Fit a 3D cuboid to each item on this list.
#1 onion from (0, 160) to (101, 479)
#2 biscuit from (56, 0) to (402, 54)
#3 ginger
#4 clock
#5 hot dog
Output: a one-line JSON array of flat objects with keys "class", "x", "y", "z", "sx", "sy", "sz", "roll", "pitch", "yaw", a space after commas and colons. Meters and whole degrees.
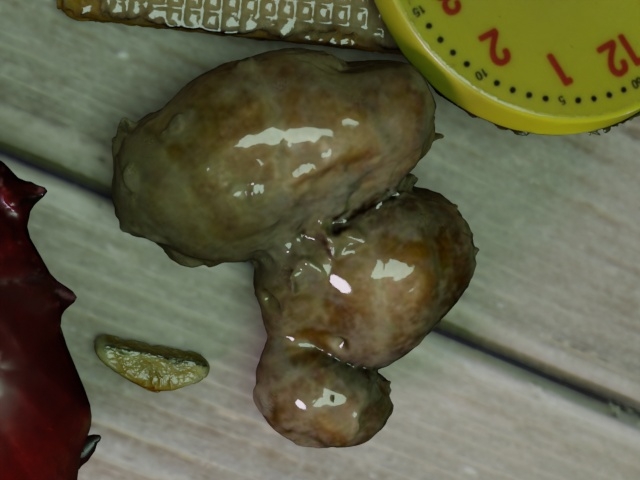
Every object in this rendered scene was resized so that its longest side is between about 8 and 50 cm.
[{"class": "onion", "x": -0.309, "y": 0.075, "z": 1.243, "sx": 0.341, "sy": 0.341, "sz": 0.341, "roll": -2, "pitch": 97, "yaw": -15}, {"class": "biscuit", "x": -0.005, "y": -0.192, "z": 1.420, "sx": 0.378, "sy": 0.054, "sz": 0.094, "roll": 4, "pitch": 95, "yaw": -15}, {"class": "ginger", "x": 0.000, "y": 0.000, "z": 1.392, "sx": 0.244, "sy": 0.155, "sz": 0.304, "roll": -30, "pitch": 104, "yaw": -3}, {"class": "clock", "x": 0.169, "y": -0.222, "z": 1.401, "sx": 0.277, "sy": 0.071, "sz": 0.293, "roll": -37, "pitch": 91, "yaw": -20}, {"class": "hot dog", "x": -0.130, "y": 0.097, "z": 1.436, "sx": 0.090, "sy": 0.030, "sz": 0.034, "roll": 12, "pitch": 102, "yaw": -16}]
